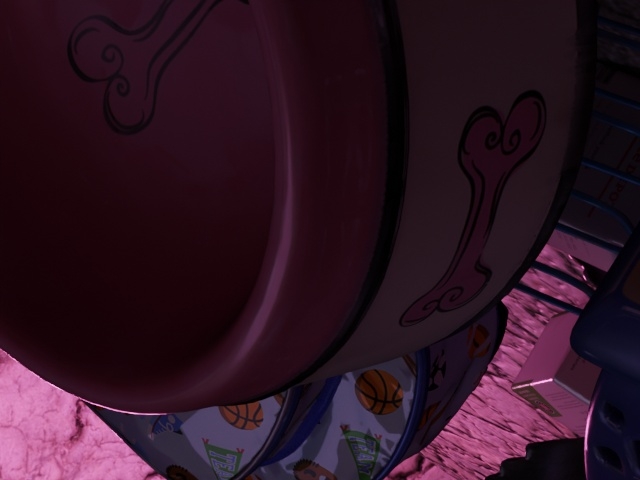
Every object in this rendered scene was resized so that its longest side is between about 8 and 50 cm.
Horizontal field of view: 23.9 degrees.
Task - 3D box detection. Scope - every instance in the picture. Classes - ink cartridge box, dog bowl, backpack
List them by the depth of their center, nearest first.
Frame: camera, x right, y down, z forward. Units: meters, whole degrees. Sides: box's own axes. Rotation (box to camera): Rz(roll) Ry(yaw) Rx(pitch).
[{"bbox_3d":[-0.085,-0.103,0.694,0.408,0.150,0.408,23,126,35],"label":"dog bowl"},{"bbox_3d":[0.159,-0.049,0.917,0.180,0.104,0.060,28,167,27],"label":"ink cartridge box"},{"bbox_3d":[-0.028,0.042,0.968,0.263,0.213,0.276,37,132,11],"label":"backpack"},{"bbox_3d":[0.305,0.157,1.402,0.219,0.093,0.160,33,169,-2],"label":"ink cartridge box"}]

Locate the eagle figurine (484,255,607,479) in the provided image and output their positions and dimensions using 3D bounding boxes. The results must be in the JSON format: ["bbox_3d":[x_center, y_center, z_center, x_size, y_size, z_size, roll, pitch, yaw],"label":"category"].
[{"bbox_3d":[0.288,0.118,1.021,0.298,0.226,0.225,11,123,21],"label":"eagle figurine"}]

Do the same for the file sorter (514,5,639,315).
[{"bbox_3d":[0.133,-0.054,0.774,0.104,0.170,0.118,24,175,26],"label":"file sorter"}]

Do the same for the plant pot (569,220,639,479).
[{"bbox_3d":[0.265,0.044,0.727,0.236,0.236,0.212,25,159,33],"label":"plant pot"}]
